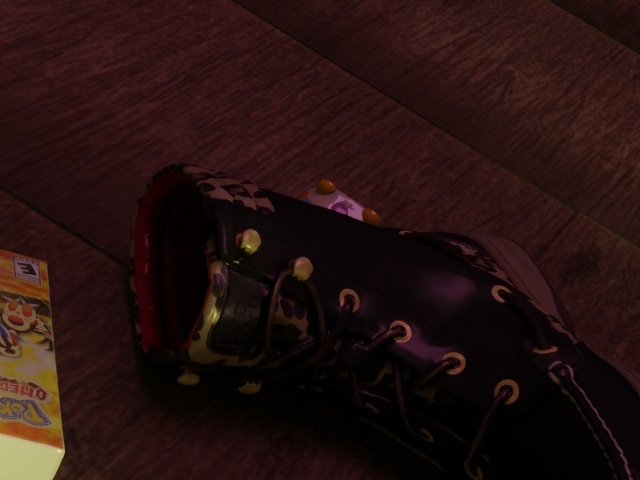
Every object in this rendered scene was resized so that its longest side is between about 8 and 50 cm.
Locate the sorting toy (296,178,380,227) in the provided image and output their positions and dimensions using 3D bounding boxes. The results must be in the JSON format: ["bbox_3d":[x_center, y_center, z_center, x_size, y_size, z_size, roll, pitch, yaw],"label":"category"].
[{"bbox_3d":[0.000,0.000,1.429,0.083,0.045,0.075,33,46,12],"label":"sorting toy"}]

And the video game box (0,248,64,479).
[{"bbox_3d":[-0.250,0.052,1.084,0.205,0.048,0.187,16,31,-22],"label":"video game box"}]

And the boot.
[{"bbox_3d":[0.045,0.080,1.205,0.284,0.138,0.377,16,25,-25],"label":"boot"}]
